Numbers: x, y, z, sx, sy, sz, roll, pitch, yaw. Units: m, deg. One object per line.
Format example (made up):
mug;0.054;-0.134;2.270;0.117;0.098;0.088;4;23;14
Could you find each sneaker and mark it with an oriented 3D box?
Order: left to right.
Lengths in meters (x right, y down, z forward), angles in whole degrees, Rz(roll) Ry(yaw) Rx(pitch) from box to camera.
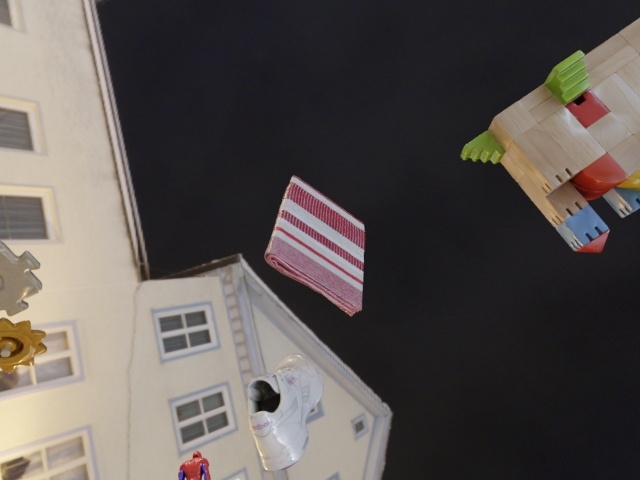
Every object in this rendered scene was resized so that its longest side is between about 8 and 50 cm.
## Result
sneaker;-0.071;0.300;1.025;0.114;0.305;0.152;-21;-72;11

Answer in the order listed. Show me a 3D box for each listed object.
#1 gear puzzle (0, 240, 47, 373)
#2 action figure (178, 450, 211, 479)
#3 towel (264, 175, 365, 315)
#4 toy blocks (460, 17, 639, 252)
gear puzzle;-0.397;0.027;0.529;0.175;0.339;0.044;-26;-139;-6
action figure;-0.135;0.268;0.541;0.038;0.115;0.030;-16;-65;-1
towel;0.000;0.000;1.167;0.237;0.329;0.037;35;-58;-17
toy blocks;0.464;-0.159;0.814;0.381;0.191;0.261;-35;-104;-1
